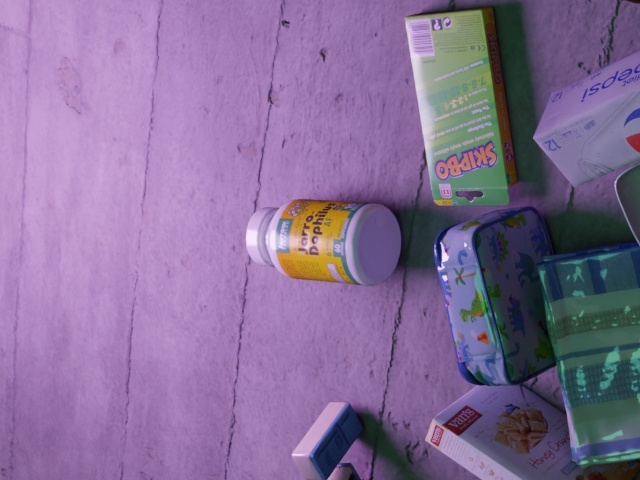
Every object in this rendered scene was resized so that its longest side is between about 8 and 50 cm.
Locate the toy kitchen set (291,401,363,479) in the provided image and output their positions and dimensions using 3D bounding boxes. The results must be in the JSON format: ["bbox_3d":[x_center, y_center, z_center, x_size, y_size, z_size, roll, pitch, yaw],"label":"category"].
[{"bbox_3d":[0.090,0.357,2.240,0.166,0.122,0.207,-4,124,39],"label":"toy kitchen set"}]

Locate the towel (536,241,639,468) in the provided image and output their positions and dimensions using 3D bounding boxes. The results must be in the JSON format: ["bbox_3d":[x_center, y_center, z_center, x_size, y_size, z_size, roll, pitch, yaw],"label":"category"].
[{"bbox_3d":[0.395,0.143,1.897,0.209,0.034,0.285,-9,100,17],"label":"towel"}]

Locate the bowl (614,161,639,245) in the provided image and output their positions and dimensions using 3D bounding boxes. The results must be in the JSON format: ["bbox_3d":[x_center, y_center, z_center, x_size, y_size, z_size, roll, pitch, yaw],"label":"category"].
[{"bbox_3d":[0.441,-0.045,1.804,0.142,0.053,0.142,-26,90,23],"label":"bowl"}]

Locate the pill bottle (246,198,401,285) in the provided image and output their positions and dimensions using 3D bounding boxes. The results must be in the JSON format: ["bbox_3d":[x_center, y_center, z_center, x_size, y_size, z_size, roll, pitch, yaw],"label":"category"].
[{"bbox_3d":[0.000,0.000,2.147,0.208,0.117,0.118,5,110,38],"label":"pill bottle"}]

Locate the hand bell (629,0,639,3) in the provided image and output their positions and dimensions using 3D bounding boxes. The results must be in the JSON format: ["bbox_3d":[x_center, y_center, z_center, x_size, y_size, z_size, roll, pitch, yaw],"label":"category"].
[{"bbox_3d":[0.385,-0.290,1.646,0.126,0.242,0.126,15,116,33],"label":"hand bell"}]

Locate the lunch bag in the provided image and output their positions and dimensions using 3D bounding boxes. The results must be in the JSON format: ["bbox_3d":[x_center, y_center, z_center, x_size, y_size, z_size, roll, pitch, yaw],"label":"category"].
[{"bbox_3d":[0.241,0.072,1.948,0.090,0.176,0.219,-9,99,45],"label":"lunch bag"}]

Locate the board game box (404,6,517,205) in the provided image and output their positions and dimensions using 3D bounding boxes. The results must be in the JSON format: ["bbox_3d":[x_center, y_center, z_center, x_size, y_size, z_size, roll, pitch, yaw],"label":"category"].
[{"bbox_3d":[0.187,-0.174,1.987,0.124,0.039,0.259,1,105,39],"label":"board game box"}]

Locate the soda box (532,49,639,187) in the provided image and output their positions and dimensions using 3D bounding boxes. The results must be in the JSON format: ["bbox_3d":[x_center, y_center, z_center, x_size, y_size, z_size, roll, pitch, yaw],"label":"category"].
[{"bbox_3d":[0.394,-0.168,1.766,0.286,0.098,0.091,-25,116,41],"label":"soda box"}]

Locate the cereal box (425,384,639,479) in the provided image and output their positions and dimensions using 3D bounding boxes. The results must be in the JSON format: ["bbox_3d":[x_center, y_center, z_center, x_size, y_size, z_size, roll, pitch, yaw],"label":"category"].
[{"bbox_3d":[0.282,0.280,1.994,0.240,0.173,0.047,33,127,24],"label":"cereal box"}]
